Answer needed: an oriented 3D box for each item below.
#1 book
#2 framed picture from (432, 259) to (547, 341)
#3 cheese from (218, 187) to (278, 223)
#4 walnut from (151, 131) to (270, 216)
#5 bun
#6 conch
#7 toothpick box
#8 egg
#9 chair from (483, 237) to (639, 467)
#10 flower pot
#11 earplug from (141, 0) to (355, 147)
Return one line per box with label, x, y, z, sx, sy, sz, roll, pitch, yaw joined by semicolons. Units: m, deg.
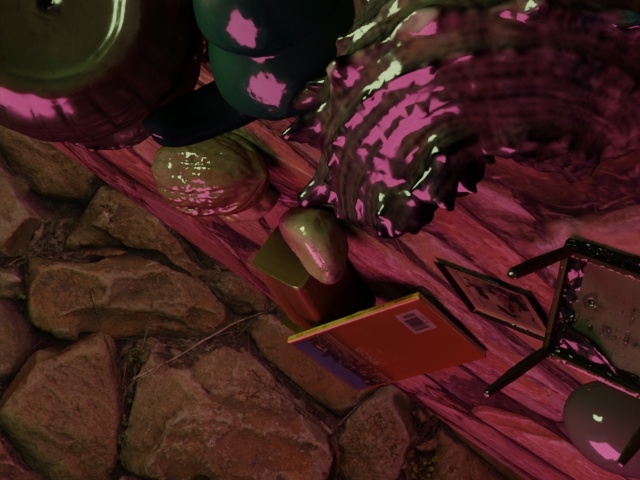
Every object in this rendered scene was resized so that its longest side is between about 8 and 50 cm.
book;0.145;0.241;1.557;0.374;0.028;0.262;-23;131;36
framed picture;0.305;0.109;1.187;0.199;0.010;0.195;22;162;44
cheese;-0.204;-0.106;1.504;0.159;0.093;0.263;41;166;-19
walnut;-0.194;-0.121;1.271;0.230;0.178;0.178;5;152;30
bun;0.000;0.000;1.354;0.183;0.102;0.183;51;169;14
conch;0.113;-0.112;0.485;0.240;0.313;0.186;4;-114;-63
toothpick box;-0.019;0.103;1.617;0.187;0.190;0.308;27;160;31
egg;0.496;0.308;1.119;0.198;0.146;0.146;21;162;25
chair;0.337;0.099;0.788;0.188;0.166;0.272;23;-155;39
flower pot;-0.265;-0.256;0.776;0.302;0.302;0.213;36;180;-3
earplug;-0.063;-0.190;0.654;0.257;0.164;0.280;16;155;20
